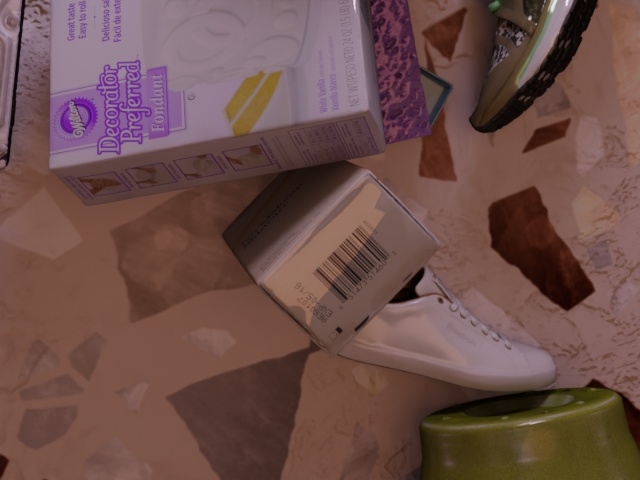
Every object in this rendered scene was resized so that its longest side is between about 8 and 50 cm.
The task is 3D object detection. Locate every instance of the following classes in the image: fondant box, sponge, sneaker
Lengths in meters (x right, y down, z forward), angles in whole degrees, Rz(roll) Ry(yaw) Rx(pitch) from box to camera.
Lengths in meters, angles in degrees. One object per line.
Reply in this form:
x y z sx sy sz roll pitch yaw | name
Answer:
-0.110 -0.186 1.244 0.330 0.096 0.238 -10 67 12 | fondant box
0.052 -0.212 1.392 0.117 0.031 0.210 -13 101 -9 | sponge
0.157 0.102 1.441 0.290 0.106 0.123 13 99 -11 | sneaker
0.236 -0.327 1.399 0.182 0.158 0.410 24 97 18 | sneaker

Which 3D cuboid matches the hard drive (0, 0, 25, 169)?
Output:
-0.423 -0.252 1.235 0.237 0.064 0.338 7 98 -12 | hard drive

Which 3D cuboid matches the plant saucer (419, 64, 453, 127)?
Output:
0.061 -0.200 1.420 0.192 0.018 0.067 28 93 -13 | plant saucer

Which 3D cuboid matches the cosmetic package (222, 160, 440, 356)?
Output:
0.000 0.000 1.291 0.160 0.309 0.113 -46 105 -2 | cosmetic package

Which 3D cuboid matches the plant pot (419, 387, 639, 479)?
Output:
0.256 0.362 1.402 0.367 0.366 0.352 -10 89 -9 | plant pot
